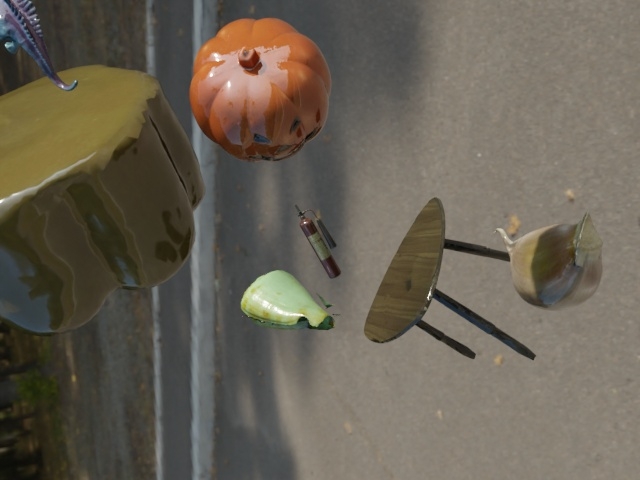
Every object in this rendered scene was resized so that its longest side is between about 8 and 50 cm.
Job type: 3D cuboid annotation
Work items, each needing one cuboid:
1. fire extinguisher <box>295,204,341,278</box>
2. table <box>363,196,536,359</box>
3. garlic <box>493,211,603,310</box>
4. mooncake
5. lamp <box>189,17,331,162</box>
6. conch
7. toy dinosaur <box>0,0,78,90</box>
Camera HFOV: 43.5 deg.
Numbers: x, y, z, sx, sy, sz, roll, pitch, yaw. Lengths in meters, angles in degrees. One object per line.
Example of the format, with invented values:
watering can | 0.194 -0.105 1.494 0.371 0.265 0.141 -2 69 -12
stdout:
fire extinguisher | 0.000 0.000 1.672 0.049 0.035 0.173 -16 112 37
table | 0.281 0.101 1.578 0.317 0.249 0.317 -61 12 22
garlic | 0.391 0.050 1.419 0.266 0.128 0.148 -2 62 58
mooncake | -0.417 -0.075 1.261 0.467 0.467 0.262 52 164 51
lamp | -0.079 -0.200 1.043 0.164 0.188 0.187 72 -179 -68
conch | -0.054 0.099 1.178 0.170 0.106 0.079 23 133 47
toy dinosaur | -0.296 -0.205 0.749 0.197 0.045 0.080 48 136 5
